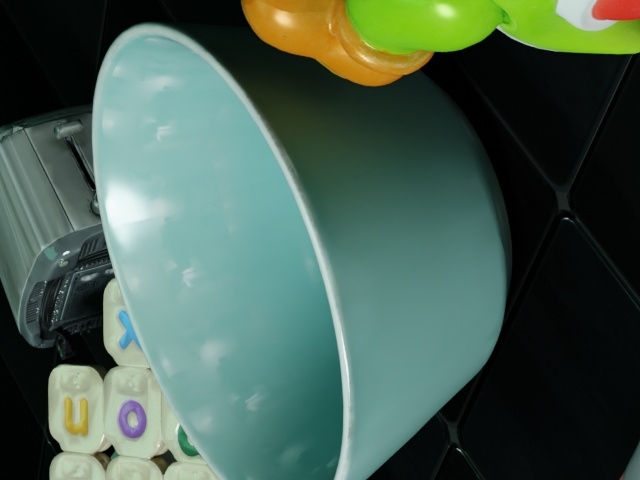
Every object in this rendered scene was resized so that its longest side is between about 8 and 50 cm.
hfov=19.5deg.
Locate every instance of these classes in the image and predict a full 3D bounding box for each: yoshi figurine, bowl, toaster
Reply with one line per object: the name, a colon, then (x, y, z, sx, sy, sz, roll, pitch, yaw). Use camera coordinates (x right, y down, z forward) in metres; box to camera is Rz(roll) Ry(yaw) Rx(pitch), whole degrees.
yoshi figurine: (0.088, -0.177, 0.816, 0.362, 0.203, 0.203, -4, 98, 60)
bowl: (0.000, 0.000, 1.130, 0.311, 0.163, 0.311, 41, 141, 45)
toaster: (-0.214, -0.012, 1.580, 0.146, 0.129, 0.227, 64, 156, 22)

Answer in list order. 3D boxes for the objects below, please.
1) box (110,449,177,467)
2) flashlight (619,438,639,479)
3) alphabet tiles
box: (-0.073, 0.231, 1.495, 0.203, 0.103, 0.114, 63, 153, 14)
flashlight: (0.194, 0.095, 0.896, 0.103, 0.103, 0.304, 26, 135, 20)
alphabet tiles: (-0.092, 0.166, 1.406, 0.284, 0.021, 0.278, 0, 92, 33)
